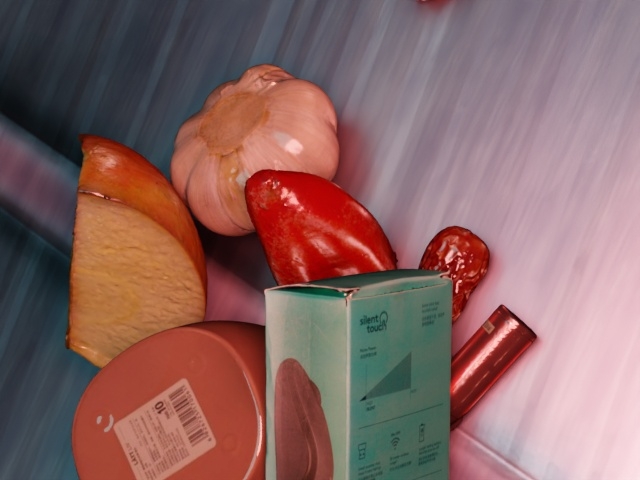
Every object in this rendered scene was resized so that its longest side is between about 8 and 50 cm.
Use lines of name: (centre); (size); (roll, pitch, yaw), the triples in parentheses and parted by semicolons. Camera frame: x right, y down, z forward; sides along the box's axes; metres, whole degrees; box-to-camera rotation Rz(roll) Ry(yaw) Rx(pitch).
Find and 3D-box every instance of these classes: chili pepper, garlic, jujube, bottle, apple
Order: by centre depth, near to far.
bottle: (0.172, 0.151, 1.604); (0.164, 0.060, 0.060); (-48, 63, 6)
chili pepper: (0.000, 0.000, 1.617); (0.144, 0.253, 0.136); (25, 69, 35)
jujube: (0.146, 0.046, 1.636); (0.077, 0.077, 0.129); (26, 99, 27)
apple: (-0.239, 0.010, 1.700); (0.254, 0.346, 0.179); (37, 54, 20)
garlic: (-0.078, -0.102, 1.723); (0.227, 0.152, 0.228); (-23, 42, 23)

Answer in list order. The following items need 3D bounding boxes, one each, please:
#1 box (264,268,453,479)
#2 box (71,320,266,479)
box: (0.042, 0.191, 1.517); (0.118, 0.205, 0.311); (5, 98, 35)
box: (-0.126, 0.231, 1.629); (0.301, 0.216, 0.301); (-6, 74, 21)
